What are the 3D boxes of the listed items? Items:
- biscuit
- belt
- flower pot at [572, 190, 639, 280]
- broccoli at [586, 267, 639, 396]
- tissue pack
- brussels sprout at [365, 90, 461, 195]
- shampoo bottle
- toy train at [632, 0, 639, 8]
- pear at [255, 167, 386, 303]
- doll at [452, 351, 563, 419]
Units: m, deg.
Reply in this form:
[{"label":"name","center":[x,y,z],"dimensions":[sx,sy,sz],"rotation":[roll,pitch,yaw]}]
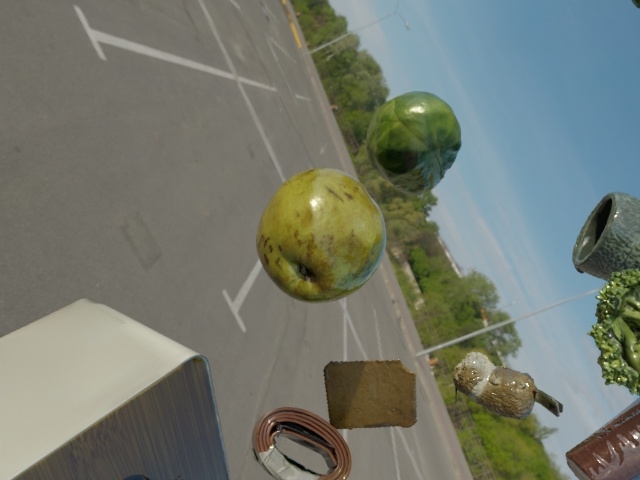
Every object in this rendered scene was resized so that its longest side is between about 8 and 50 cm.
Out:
[{"label":"biscuit","center":[0.129,0.394,1.242],"dimensions":[0.013,0.232,0.236],"rotation":[-85,170,-61]},{"label":"belt","center":[-0.052,0.540,1.253],"dimensions":[0.184,0.261,0.105],"rotation":[-65,-178,-27]},{"label":"flower pot","center":[0.880,0.040,1.342],"dimensions":[0.283,0.299,0.299],"rotation":[24,1,11]},{"label":"broccoli","center":[0.666,0.207,0.954],"dimensions":[0.260,0.288,0.235],"rotation":[-32,143,-47]},{"label":"tissue pack","center":[-0.169,0.191,0.354],"dimensions":[0.159,0.136,0.246],"rotation":[-32,129,-44]},{"label":"brussels sprout","center":[0.226,-0.228,1.202],"dimensions":[0.210,0.219,0.271],"rotation":[-111,176,-49]},{"label":"shampoo bottle","center":[0.390,0.200,0.543],"dimensions":[0.068,0.236,0.067],"rotation":[55,-2,23]},{"label":"toy train","center":[0.404,-0.325,0.527],"dimensions":[0.176,0.074,0.118],"rotation":[-141,-152,-73]},{"label":"pear","center":[0.000,0.000,1.104],"dimensions":[0.304,0.304,0.304],"rotation":[-23,90,-82]},{"label":"doll","center":[0.389,0.312,1.027],"dimensions":[0.105,0.221,0.115],"rotation":[-8,109,-63]}]
